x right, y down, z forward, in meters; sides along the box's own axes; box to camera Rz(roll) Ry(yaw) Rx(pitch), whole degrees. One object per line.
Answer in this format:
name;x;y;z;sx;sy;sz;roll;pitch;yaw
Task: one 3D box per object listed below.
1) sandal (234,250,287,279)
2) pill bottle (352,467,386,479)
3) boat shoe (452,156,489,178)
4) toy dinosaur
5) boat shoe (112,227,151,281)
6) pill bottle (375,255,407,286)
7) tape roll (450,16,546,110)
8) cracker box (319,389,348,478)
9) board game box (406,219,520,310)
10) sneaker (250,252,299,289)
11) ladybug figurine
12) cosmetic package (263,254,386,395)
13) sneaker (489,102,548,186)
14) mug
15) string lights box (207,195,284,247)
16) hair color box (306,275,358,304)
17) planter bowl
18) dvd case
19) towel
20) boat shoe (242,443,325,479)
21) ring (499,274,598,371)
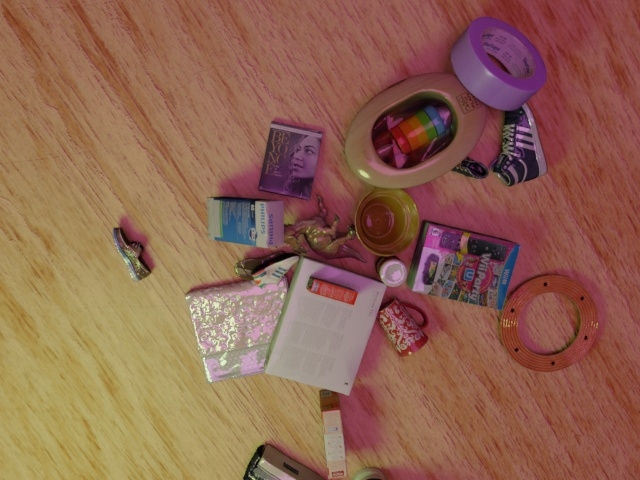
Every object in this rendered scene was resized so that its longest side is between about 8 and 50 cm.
sandal;-0.188;0.077;1.649;0.180;0.049;0.072;-18;105;-15
pill bottle;0.177;0.868;1.667;0.153;0.265;0.153;-1;99;-4
boat shoe;0.438;-0.244;1.613;0.183;0.083;0.065;20;97;-5
toy dinosaur;0.000;0.000;1.612;0.295;0.127;0.200;39;100;-18
boat shoe;-0.589;0.036;1.615;0.066;0.066;0.183;-22;109;-5
pill bottle;0.218;0.088;1.614;0.085;0.152;0.086;0;98;-3
tape roll;0.519;-0.516;1.500;0.274;0.090;0.275;10;61;-19
cracker box;0.040;0.626;1.680;0.067;0.156;0.233;-7;98;-2
board game box;0.455;0.078;1.655;0.303;0.097;0.224;12;98;-6
sneaker;-0.134;0.098;1.616;0.161;0.057;0.076;-25;110;-10
ladybug figurine;0.284;-0.321;1.545;0.448;0.162;0.305;-26;88;2
cosmetic package;0.014;0.268;1.629;0.284;0.097;0.378;19;92;-11
sneaker;0.593;-0.306;1.606;0.153;0.099;0.283;-24;102;-1
mug;0.264;0.269;1.683;0.113;0.150;0.169;-32;95;39
string lights box;-0.227;-0.059;1.532;0.259;0.076;0.134;8;101;38
hair color box;0.034;0.149;1.537;0.141;0.072;0.043;18;91;-12
planter bowl;0.194;-0.061;1.615;0.216;0.090;0.218;-1;92;-16
dvd case;-0.092;-0.247;1.591;0.164;0.018;0.222;11;82;-4
towel;-0.246;0.288;1.671;0.331;0.053;0.317;-10;98;-2
boat shoe;-0.110;0.842;1.731;0.340;0.127;0.158;36;101;1
ring;0.765;0.279;1.732;0.336;0.032;0.337;-1;99;-4
